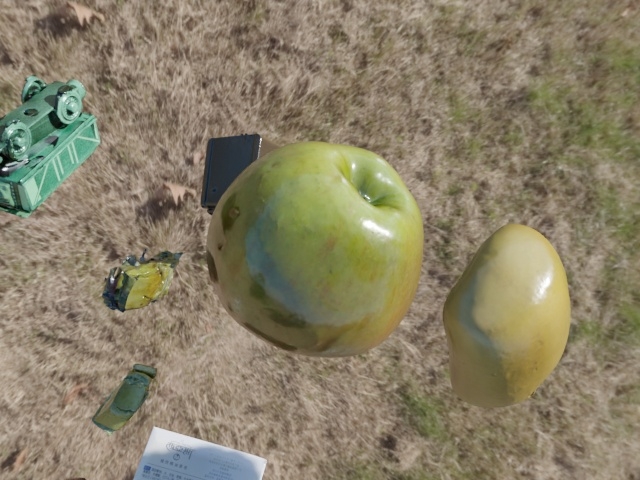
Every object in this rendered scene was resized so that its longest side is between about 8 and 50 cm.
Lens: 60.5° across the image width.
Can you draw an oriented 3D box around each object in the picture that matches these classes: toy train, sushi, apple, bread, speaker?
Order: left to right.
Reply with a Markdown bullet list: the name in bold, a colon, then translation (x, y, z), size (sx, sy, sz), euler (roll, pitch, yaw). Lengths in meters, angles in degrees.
- **toy train**: translation (-0.485, -0.173, 0.923), size (0.115, 0.154, 0.269), euler (16, 43, 2)
- **bread**: translation (-0.388, 0.315, 1.099), size (0.064, 0.117, 0.156), euler (38, 123, -12)
- **sushi**: translation (-0.431, 0.079, 1.354), size (0.131, 0.291, 0.139), euler (25, 100, 8)
- **speaker**: translation (-0.141, -0.132, 1.285), size (0.231, 0.153, 0.192), euler (18, 76, -58)
- **apple**: translation (0.000, 0.000, 0.846), size (0.339, 0.305, 0.338), euler (14, 41, -13)
- **bread**: translation (0.193, 0.089, 0.551), size (0.098, 0.217, 0.147), euler (24, 67, 30)

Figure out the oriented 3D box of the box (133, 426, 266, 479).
- **box**: translation (-0.281, 0.564, 1.239), size (0.274, 0.116, 0.203), euler (15, 63, 1)

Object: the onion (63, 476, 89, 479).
- **onion**: translation (-0.302, 0.345, 0.671), size (0.097, 0.107, 0.107), euler (-24, 95, -4)
